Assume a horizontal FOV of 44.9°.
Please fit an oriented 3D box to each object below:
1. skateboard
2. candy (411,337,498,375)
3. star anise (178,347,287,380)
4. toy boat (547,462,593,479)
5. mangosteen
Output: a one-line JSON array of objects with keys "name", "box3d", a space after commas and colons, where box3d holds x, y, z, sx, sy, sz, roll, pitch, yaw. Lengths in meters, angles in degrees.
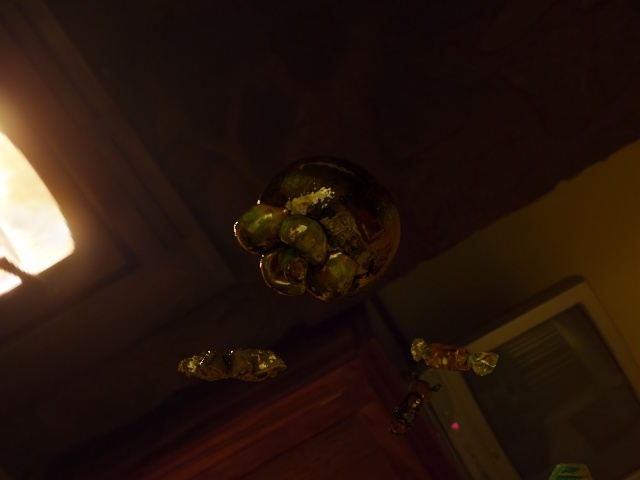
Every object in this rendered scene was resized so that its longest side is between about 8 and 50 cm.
[{"name": "skateboard", "box3d": [0.195, 0.362, 1.685, 0.067, 0.151, 0.080, 32, -33, 14]}, {"name": "candy", "box3d": [0.245, 0.221, 1.461, 0.046, 0.182, 0.053, 1, 92, -52]}, {"name": "star anise", "box3d": [-0.168, 0.234, 1.482, 0.172, 0.207, 0.063, 98, -8, -76]}, {"name": "toy boat", "box3d": [0.295, 0.329, 0.912, 0.034, 0.105, 0.149, 5, -74, 52]}, {"name": "mangosteen", "box3d": [0.006, -0.016, 1.482, 0.311, 0.311, 0.311, 59, 6, -11]}]
